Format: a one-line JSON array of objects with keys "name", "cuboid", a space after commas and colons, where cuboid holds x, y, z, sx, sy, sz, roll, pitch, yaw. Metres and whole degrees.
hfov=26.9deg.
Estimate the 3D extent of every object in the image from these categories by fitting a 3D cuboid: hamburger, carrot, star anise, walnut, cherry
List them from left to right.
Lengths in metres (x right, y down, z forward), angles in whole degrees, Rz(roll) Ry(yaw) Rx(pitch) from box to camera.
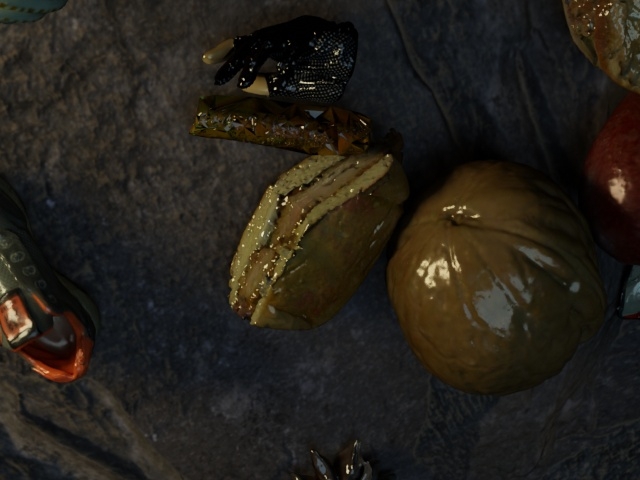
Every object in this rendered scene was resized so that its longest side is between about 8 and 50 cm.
[{"name": "carrot", "cuboid": [-0.050, -0.146, 1.696, 0.229, 0.069, 0.069, 7, 119, -1]}, {"name": "hamburger", "cuboid": [0.000, 0.000, 1.769, 0.282, 0.155, 0.245, -23, 128, -9]}, {"name": "star anise", "cuboid": [0.023, 0.396, 2.064, 0.182, 0.065, 0.195, -38, 127, 9]}, {"name": "walnut", "cuboid": [0.237, 0.056, 1.790, 0.333, 0.333, 0.332, -7, 121, -12]}, {"name": "cherry", "cuboid": [0.468, -0.082, 1.817, 0.239, 0.206, 0.239, -16, 123, -26]}, {"name": "hamburger", "cuboid": [0.447, -0.309, 1.723, 0.286, 0.146, 0.243, 25, 104, -20]}]

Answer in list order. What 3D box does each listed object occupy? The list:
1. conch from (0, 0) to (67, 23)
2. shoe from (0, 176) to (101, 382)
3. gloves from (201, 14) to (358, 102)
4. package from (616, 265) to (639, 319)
[{"name": "conch", "cuboid": [-0.369, -0.391, 1.403, 0.303, 0.215, 0.319, 15, 83, -29]}, {"name": "shoe", "cuboid": [-0.392, 0.063, 1.684, 0.132, 0.171, 0.336, -30, 124, 3]}, {"name": "gloves", "cuboid": [-0.053, -0.230, 1.649, 0.181, 0.129, 0.106, 10, 94, -10]}, {"name": "package", "cuboid": [0.534, 0.020, 2.003, 0.166, 0.040, 0.232, -6, 122, -13]}]
